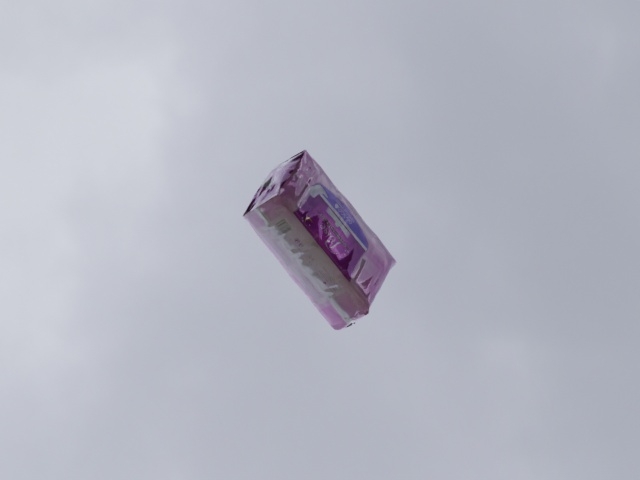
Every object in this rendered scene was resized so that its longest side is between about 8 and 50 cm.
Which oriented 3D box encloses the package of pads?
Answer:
[{"bbox_3d":[0.000,0.000,0.888,0.032,0.083,0.050,-28,-161,34],"label":"package of pads"}]
